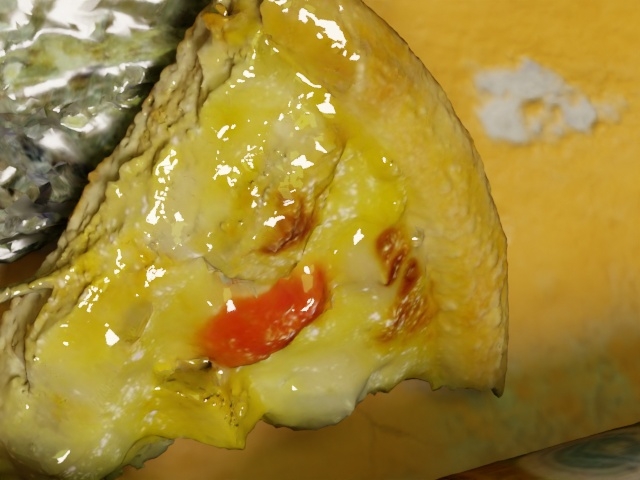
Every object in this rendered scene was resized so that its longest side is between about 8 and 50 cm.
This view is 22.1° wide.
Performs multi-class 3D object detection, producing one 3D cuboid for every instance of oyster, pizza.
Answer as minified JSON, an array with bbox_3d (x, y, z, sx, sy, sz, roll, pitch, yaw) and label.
[{"bbox_3d":[-0.125,-0.082,0.747,0.351,0.162,0.158,-6,46,-25],"label":"oyster"},{"bbox_3d":[-0.045,0.042,0.729,0.288,0.075,0.280,-39,133,2],"label":"pizza"}]

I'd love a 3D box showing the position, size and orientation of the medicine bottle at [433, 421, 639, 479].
[{"bbox_3d":[0.177,0.185,0.713,0.384,0.224,0.224,-12,81,-16],"label":"medicine bottle"}]
